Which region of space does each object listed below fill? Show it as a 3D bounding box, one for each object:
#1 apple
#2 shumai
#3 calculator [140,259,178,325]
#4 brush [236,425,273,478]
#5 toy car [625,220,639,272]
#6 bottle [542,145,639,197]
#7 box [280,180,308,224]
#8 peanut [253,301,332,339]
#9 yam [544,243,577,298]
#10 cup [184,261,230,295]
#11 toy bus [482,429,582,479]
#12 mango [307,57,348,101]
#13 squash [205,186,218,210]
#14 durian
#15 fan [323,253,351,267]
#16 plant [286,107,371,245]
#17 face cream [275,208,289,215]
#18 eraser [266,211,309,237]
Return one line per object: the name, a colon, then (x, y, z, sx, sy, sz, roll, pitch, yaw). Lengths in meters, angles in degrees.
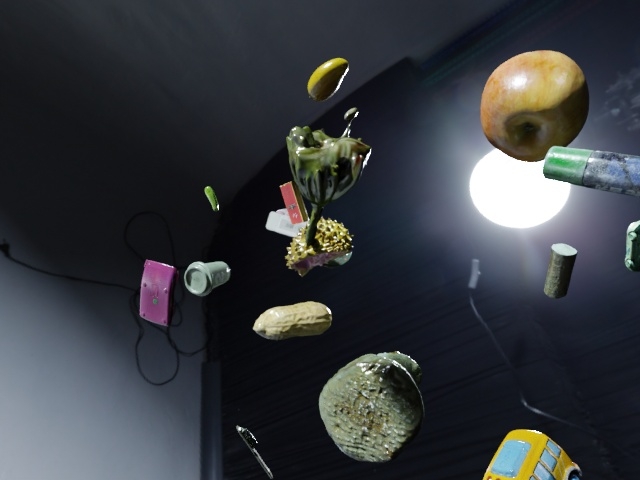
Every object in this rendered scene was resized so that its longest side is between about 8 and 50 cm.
apple: (0.796, -0.492, 1.629, 0.391, 0.391, 0.347, 51, 41, -21)
shumai: (0.215, 0.552, 1.544, 0.324, 0.397, 0.323, 46, 26, 14)
calculator: (-0.501, 0.163, 1.331, 0.034, 0.126, 0.191, -8, 109, -68)
brush: (-0.185, 0.613, 1.263, 0.191, 0.027, 0.034, 61, -20, -11)
toy car: (0.998, 0.017, 1.356, 0.058, 0.093, 0.186, -104, 176, -60)
bottle: (0.713, -0.158, 1.028, 0.330, 0.093, 0.093, 22, -6, 40)
box: (-0.083, -0.118, 1.365, 0.023, 0.090, 0.134, -20, 97, -26)
peanut: (-0.114, 0.328, 1.770, 0.153, 0.324, 0.140, -123, -153, -79)
yam: (0.706, 0.090, 1.276, 0.068, 0.068, 0.170, -83, 166, -55)
cup: (-0.393, 0.127, 1.526, 0.120, 0.120, 0.141, 63, 26, 6)
toy bus: (0.410, 0.485, 0.866, 0.209, 0.126, 0.136, -39, 96, -32)
mango: (0.024, -0.505, 1.352, 0.103, 0.161, 0.076, -7, 67, -45)
squash: (-0.357, -0.138, 1.433, 0.089, 0.027, 0.027, 64, 23, 5)
durian: (-0.014, 0.021, 1.203, 0.132, 0.182, 0.165, 39, 72, -23)
fan: (0.001, 0.024, 1.933, 0.294, 0.012, 0.223, 27, 41, -4)
plant: (0.024, -0.096, 0.956, 0.251, 0.180, 0.334, -80, 166, -61)
face cream: (-0.159, -0.116, 2.109, 0.084, 0.057, 0.198, 54, 16, 3)
eraser: (-0.060, -0.039, 1.824, 0.061, 0.351, 0.089, 26, 80, -71)
